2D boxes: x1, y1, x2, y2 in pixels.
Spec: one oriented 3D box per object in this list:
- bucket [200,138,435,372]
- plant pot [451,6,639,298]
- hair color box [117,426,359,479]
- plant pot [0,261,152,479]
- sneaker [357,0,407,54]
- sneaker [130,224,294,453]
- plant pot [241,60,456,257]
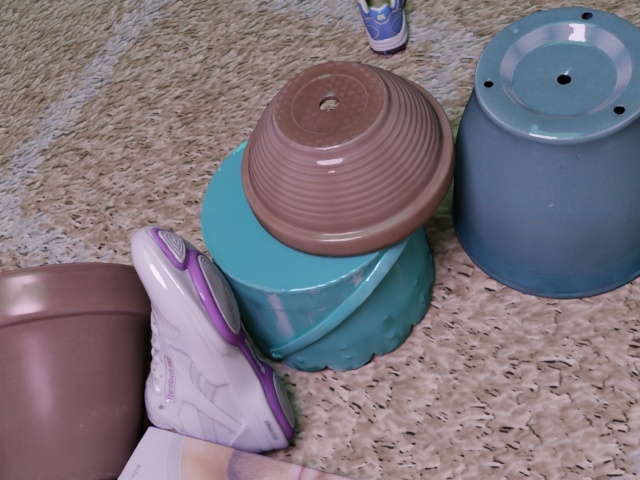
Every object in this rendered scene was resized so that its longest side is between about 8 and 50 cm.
[{"bbox_3d":[0.000,0.000,0.948,0.281,0.183,0.281,-7,57,11],"label":"bucket"},{"bbox_3d":[0.274,-0.112,0.899,0.272,0.255,0.271,-7,57,11],"label":"plant pot"},{"bbox_3d":[-0.058,0.320,0.781,0.339,0.110,0.185,10,44,18],"label":"hair color box"},{"bbox_3d":[-0.304,0.171,0.912,0.263,0.263,0.229,-13,75,7],"label":"plant pot"},{"bbox_3d":[0.094,-0.387,1.224,0.080,0.081,0.211,-15,55,8],"label":"sneaker"},{"bbox_3d":[-0.144,0.129,0.850,0.152,0.305,0.114,-21,24,7],"label":"sneaker"},{"bbox_3d":[0.020,-0.109,0.835,0.237,0.109,0.237,-7,58,11],"label":"plant pot"}]
